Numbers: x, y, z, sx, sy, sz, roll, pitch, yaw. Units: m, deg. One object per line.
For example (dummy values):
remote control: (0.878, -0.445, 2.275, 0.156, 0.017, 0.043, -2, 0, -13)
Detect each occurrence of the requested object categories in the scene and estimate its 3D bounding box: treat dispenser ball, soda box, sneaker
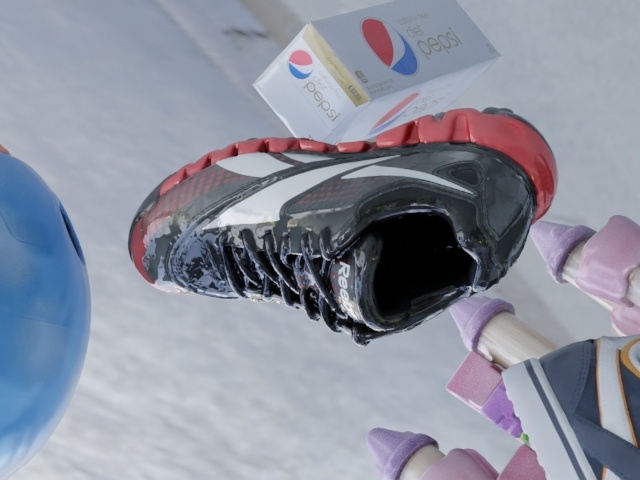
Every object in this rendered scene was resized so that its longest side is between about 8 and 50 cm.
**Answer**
treat dispenser ball: (-0.299, 0.049, 1.094, 0.288, 0.288, 0.288, 15, 154, 7)
soda box: (0.046, -0.126, 1.193, 0.074, 0.216, 0.069, 52, 123, 9)
sneaker: (0.000, 0.000, 0.965, 0.276, 0.135, 0.097, -8, 125, 21)
sneaker: (0.220, 0.180, 1.007, 0.127, 0.321, 0.126, -24, 139, 5)

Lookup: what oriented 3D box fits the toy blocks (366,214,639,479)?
toy blocks: (0.194, 0.133, 1.342, 0.260, 0.288, 0.309, 35, 179, 33)
